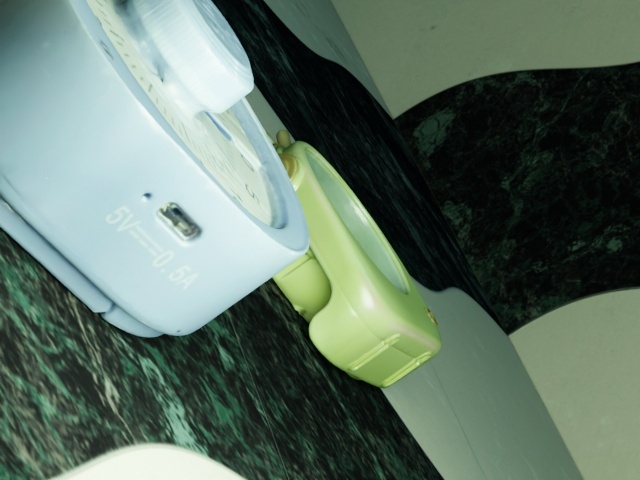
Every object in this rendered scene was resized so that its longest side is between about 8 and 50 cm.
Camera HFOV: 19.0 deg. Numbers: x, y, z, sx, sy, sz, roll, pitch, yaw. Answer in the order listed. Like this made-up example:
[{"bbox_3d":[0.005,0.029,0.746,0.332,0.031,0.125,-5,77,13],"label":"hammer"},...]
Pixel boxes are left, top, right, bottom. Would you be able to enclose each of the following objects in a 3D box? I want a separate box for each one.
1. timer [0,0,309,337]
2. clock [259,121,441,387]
[{"bbox_3d":[-0.139,-0.105,1.410,0.395,0.173,0.395,53,9,-12],"label":"timer"},{"bbox_3d":[0.000,0.000,1.967,0.308,0.096,0.235,59,11,22],"label":"clock"}]
